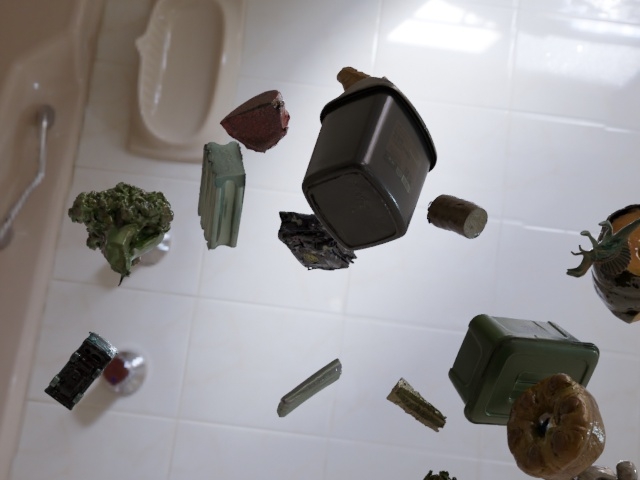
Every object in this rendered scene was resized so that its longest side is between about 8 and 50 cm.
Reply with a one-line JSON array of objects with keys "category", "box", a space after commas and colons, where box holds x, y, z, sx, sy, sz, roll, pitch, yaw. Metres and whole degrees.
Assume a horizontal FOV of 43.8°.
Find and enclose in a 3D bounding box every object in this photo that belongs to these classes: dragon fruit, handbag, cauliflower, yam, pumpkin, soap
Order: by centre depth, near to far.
[{"category": "yam", "box": [0.295, -0.052, 1.705, 0.127, 0.084, 0.084, 28, -64, 54]}, {"category": "handbag", "box": [0.000, 0.000, 1.933, 0.260, 0.161, 0.113, 54, 38, -63]}, {"category": "cauliflower", "box": [-0.482, -0.016, 1.960, 0.315, 0.256, 0.239, -94, 168, -55]}, {"category": "soap", "box": [-0.245, -0.113, 2.003, 0.261, 0.094, 0.150, 107, -30, -48]}, {"category": "pumpkin", "box": [0.855, 0.051, 2.117, 0.256, 0.303, 0.225, 47, -28, 42]}, {"category": "dragon fruit", "box": [-0.182, -0.399, 2.581, 0.261, 0.163, 0.189, -11, -120, 44]}]

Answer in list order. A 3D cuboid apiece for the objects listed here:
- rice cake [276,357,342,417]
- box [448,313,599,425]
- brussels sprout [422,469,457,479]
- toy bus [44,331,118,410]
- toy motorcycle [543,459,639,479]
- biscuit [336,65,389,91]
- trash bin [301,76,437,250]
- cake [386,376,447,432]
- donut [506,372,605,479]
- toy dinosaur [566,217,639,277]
[{"category": "rice cake", "box": [-0.025, 0.391, 2.128, 0.221, 0.042, 0.080, -29, 151, -34]}, {"category": "box", "box": [0.493, 0.318, 1.975, 0.178, 0.328, 0.253, -128, -128, -59]}, {"category": "brussels sprout", "box": [0.264, 0.535, 1.719, 0.085, 0.058, 0.085, 0, -91, 56]}, {"category": "toy bus", "box": [-0.518, 0.279, 1.740, 0.160, 0.079, 0.092, -50, -173, 12]}, {"category": "toy motorcycle", "box": [0.672, 0.617, 1.831, 0.223, 0.340, 0.108, -50, -175, 2]}, {"category": "biscuit", "box": [0.123, -0.277, 1.703, 0.035, 0.250, 0.162, -40, 167, -30]}, {"category": "trash bin", "box": [0.088, -0.140, 1.396, 0.209, 0.182, 0.290, 55, 36, -29]}, {"category": "cake", "box": [0.208, 0.352, 1.705, 0.051, 0.140, 0.055, -53, -178, 19]}, {"category": "donut", "box": [0.497, 0.400, 1.691, 0.226, 0.113, 0.227, -41, -148, 32]}, {"category": "toy dinosaur", "box": [0.552, 0.017, 1.511, 0.044, 0.187, 0.106, -54, 127, -64]}]
